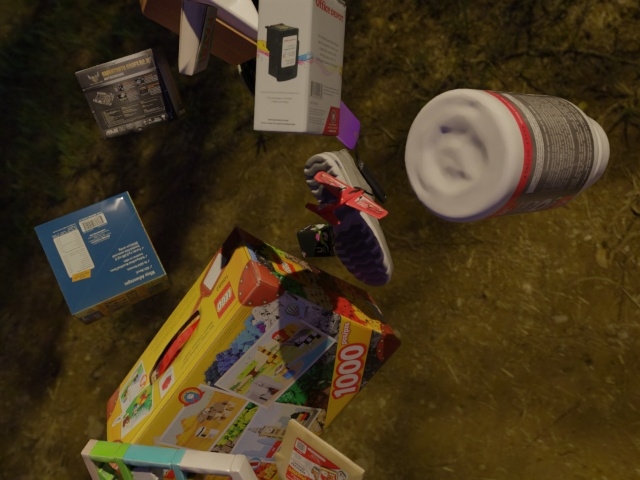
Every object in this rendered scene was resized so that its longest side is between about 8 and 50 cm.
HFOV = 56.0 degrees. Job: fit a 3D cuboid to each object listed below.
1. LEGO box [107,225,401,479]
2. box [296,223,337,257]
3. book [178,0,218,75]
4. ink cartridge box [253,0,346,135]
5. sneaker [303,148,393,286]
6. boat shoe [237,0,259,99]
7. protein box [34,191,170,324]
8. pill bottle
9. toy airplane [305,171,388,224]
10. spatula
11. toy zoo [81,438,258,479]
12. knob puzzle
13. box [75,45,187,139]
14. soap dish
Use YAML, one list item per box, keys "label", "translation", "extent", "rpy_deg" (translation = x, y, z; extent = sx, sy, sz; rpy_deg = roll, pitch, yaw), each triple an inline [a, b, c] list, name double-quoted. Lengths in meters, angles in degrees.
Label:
- label: "LEGO box"
  translation: [-0.144, 0.274, 1.245]
  extent: [0.500, 0.373, 0.193]
  rpy_deg: [-52, 35, 15]
- label: "box"
  translation: [0.000, 0.000, 1.313]
  extent: [0.083, 0.052, 0.062]
  rpy_deg: [-3, 110, 32]
- label: "book"
  translation: [-0.178, -0.294, 0.875]
  extent: [0.144, 0.035, 0.096]
  rpy_deg: [-97, 19, -69]
- label: "ink cartridge box"
  translation: [-0.024, -0.225, 0.773]
  extent: [0.073, 0.127, 0.174]
  rpy_deg: [7, 100, 21]
- label: "sneaker"
  translation: [0.079, -0.048, 1.141]
  extent: [0.105, 0.115, 0.281]
  rpy_deg: [-12, 106, 43]
- label: "boat shoe"
  translation: [-0.155, -0.512, 1.607]
  extent: [0.113, 0.127, 0.339]
  rpy_deg: [5, 111, 66]
- label: "protein box"
  translation: [-0.455, 0.040, 1.280]
  extent: [0.201, 0.200, 0.136]
  rpy_deg: [62, 164, 10]
- label: "pill bottle"
  translation: [0.289, -0.125, 0.880]
  extent: [0.176, 0.319, 0.176]
  rpy_deg: [11, 105, 48]
- label: "toy airplane"
  translation: [0.036, -0.064, 1.016]
  extent: [0.151, 0.151, 0.028]
  rpy_deg: [57, 139, 45]
- label: "spatula"
  translation: [0.085, -0.174, 1.264]
  extent: [0.031, 0.296, 0.084]
  rpy_deg: [0, 56, 28]
- label: "toy zoo"
  translation: [-0.193, 0.384, 0.895]
  extent: [0.294, 0.192, 0.030]
  rpy_deg: [1, 31, 14]
- label: "knob puzzle"
  translation: [-0.006, 0.455, 1.141]
  extent: [0.213, 0.030, 0.213]
  rpy_deg: [10, 108, 33]
- label: "box"
  translation: [-0.477, -0.369, 1.523]
  extent: [0.231, 0.182, 0.056]
  rpy_deg: [-11, 21, 18]
- label: "soap dish"
  translation: [-0.274, -0.530, 1.346]
  extent: [0.118, 0.291, 0.228]
  rpy_deg: [-45, 47, 26]
